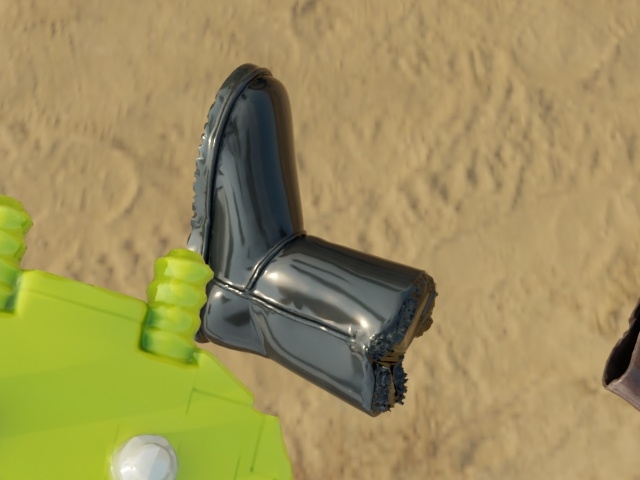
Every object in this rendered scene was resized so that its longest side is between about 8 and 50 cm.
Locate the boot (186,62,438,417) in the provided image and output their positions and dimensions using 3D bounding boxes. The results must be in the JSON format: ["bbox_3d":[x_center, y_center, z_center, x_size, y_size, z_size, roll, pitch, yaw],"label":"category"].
[{"bbox_3d":[0.000,0.000,1.571,0.207,0.094,0.246,19,107,22],"label":"boot"}]

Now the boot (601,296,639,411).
[{"bbox_3d":[0.307,0.081,1.301,0.207,0.248,0.090,43,137,-5],"label":"boot"}]

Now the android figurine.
[{"bbox_3d":[-0.103,0.124,0.611,0.248,0.056,0.273,19,76,-16],"label":"android figurine"}]
